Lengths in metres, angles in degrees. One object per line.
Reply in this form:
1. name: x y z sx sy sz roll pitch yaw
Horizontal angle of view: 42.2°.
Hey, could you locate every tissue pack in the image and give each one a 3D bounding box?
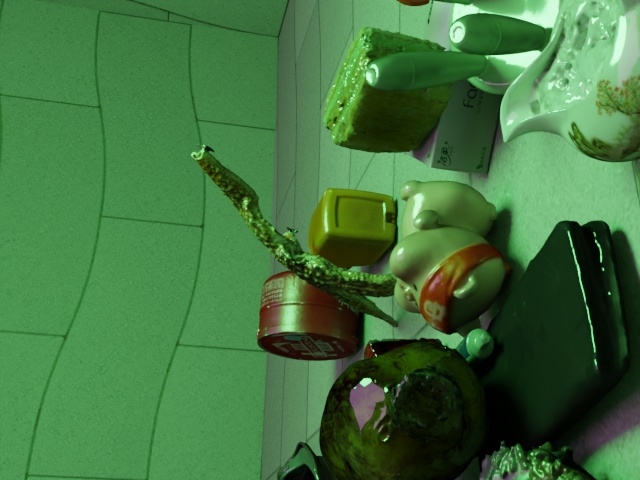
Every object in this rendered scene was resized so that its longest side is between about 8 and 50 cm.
1. tissue pack: 0.202 -0.232 1.217 0.148 0.093 0.246 -128 46 -72

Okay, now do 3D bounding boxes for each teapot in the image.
1. teapot: 0.269 -0.181 0.740 0.298 0.140 0.204 110 165 -52

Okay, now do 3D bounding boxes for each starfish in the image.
1. starfish: -0.003 0.011 1.419 0.132 0.398 0.384 -65 -17 -6

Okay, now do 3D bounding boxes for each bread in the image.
1. bread: 0.092 -0.197 1.173 0.196 0.138 0.102 125 151 -56

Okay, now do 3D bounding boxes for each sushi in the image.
1. sushi: 0.227 0.251 0.811 0.097 0.103 0.226 -47 20 -18

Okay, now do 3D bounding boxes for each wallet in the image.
1. wallet: 0.237 0.142 0.935 0.377 0.051 0.197 106 168 -55

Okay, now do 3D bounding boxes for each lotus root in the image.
1. lotus root: 0.096 0.227 1.023 0.179 0.196 0.397 52 165 14

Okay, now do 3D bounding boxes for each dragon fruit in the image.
1. dragon fruit: 0.134 0.230 1.259 0.161 0.121 0.127 -105 17 -44

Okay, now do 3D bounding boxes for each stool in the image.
1. stool: 0.172 -0.281 0.988 0.195 0.199 0.195 -14 79 50

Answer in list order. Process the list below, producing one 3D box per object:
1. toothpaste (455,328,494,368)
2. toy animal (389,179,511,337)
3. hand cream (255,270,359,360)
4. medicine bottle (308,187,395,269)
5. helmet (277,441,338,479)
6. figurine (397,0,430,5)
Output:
1. toothpaste: 0.185 0.149 1.058 0.197 0.035 0.057 103 -170 -68
2. toy animal: 0.170 0.026 1.103 0.171 0.171 0.197 111 165 -53
3. hand cream: -0.026 0.167 1.818 0.230 0.230 0.149 118 156 -63
4. medicine bottle: 0.055 -0.014 1.693 0.222 0.150 0.112 123 152 -67
5. helmet: 0.037 0.502 1.393 0.271 0.197 0.338 -125 45 -63
6. figurine: 0.173 -0.501 1.357 0.208 0.181 0.257 58 179 -14
